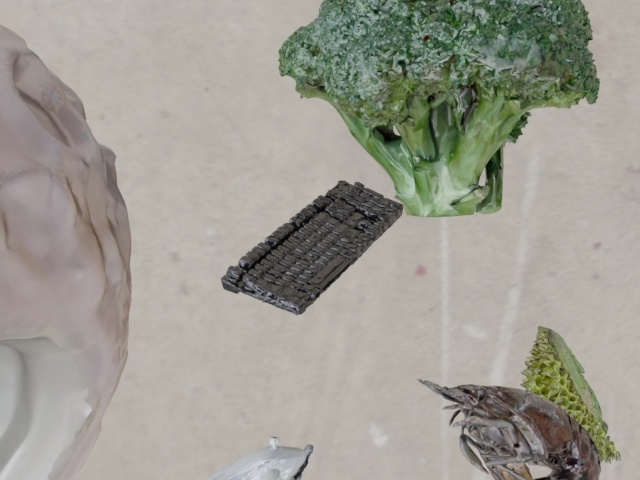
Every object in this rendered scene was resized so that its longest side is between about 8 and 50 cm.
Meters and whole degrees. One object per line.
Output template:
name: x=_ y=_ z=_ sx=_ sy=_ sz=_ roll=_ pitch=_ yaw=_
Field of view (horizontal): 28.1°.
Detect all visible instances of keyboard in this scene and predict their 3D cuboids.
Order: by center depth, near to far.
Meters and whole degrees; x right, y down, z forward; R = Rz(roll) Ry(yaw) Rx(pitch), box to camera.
keyboard: x=0.000 y=0.000 z=0.898 sx=0.060 sy=0.195 sz=0.018 roll=21 pitch=119 yaw=16

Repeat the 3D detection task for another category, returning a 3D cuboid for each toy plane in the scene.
toy plane: x=-0.136 y=0.333 z=1.588 sx=0.273 sy=0.182 sz=0.107 roll=-23 pitch=113 yaw=20

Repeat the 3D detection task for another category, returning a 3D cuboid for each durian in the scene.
durian: x=0.342 y=0.236 z=1.791 sx=0.095 sy=0.137 sz=0.221 roll=-32 pitch=112 yaw=20

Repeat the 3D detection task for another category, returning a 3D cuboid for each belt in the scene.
belt: x=0.215 y=0.261 z=1.483 sx=0.036 sy=0.059 sz=0.083 roll=-31 pitch=62 yaw=-7

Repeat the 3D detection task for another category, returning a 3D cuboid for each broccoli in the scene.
broccoli: x=0.123 y=-0.155 z=1.218 sx=0.308 sy=0.308 sz=0.275 roll=-2 pitch=98 yaw=25

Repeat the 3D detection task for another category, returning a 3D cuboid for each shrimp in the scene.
shrimp: x=0.127 y=0.131 z=0.869 sx=0.165 sy=0.056 sz=0.065 roll=24 pitch=77 yaw=-20

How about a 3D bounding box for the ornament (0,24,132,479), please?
ornament: x=-0.199 y=0.015 z=0.451 sx=0.225 sy=0.259 sz=0.259 roll=39 pitch=110 yaw=25
